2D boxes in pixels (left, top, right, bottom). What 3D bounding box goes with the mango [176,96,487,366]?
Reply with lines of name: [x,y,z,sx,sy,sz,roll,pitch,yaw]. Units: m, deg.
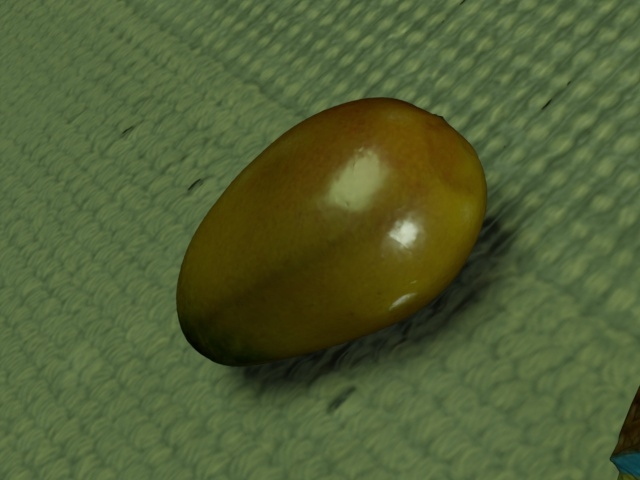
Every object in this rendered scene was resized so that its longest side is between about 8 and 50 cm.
mango: [0.002,-0.005,0.866,0.221,0.120,0.151,-26,40,30]

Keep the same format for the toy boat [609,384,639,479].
toy boat: [0.181,0.083,0.670,0.065,0.066,0.172,-2,50,43]
